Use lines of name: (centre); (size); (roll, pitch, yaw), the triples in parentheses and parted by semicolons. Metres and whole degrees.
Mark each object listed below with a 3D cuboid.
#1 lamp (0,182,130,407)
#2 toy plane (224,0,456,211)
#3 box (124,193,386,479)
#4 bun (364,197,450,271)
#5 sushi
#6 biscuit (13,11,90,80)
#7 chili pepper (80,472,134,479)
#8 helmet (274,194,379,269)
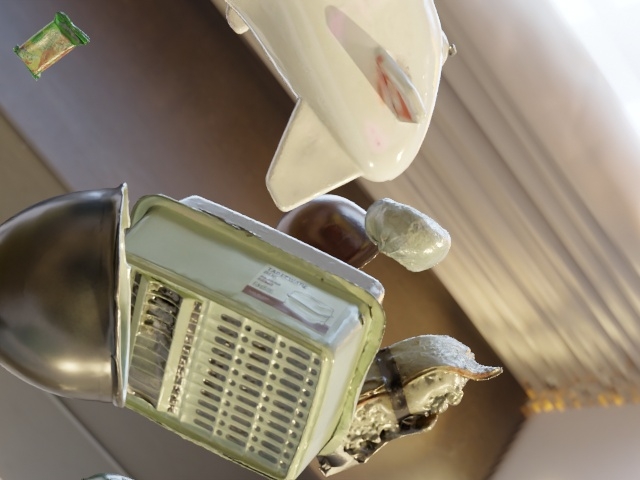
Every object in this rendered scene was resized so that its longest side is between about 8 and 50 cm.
lamp: (-0.238, 0.041, 0.914); (0.227, 0.172, 0.147); (0, -147, -5)
toy plane: (-0.015, -0.146, 0.709); (0.118, 0.252, 0.252); (-24, -162, -11)
box: (-0.088, 0.092, 1.447); (0.166, 0.290, 0.221); (-46, 158, -55)
bun: (0.071, -0.003, 1.195); (0.045, 0.083, 0.083); (-58, -157, -5)
sushi: (0.098, 0.194, 1.893); (0.273, 0.109, 0.134); (-25, -150, 20)
biscuit: (-0.299, -0.213, 1.565); (0.089, 0.046, 0.016); (-28, -156, 33)
chili pepper: (-0.297, 0.460, 1.930); (0.233, 0.248, 0.257); (-35, 156, -48)
helmet: (0.000, 0.000, 1.734); (0.155, 0.106, 0.175); (-40, -172, -13)
